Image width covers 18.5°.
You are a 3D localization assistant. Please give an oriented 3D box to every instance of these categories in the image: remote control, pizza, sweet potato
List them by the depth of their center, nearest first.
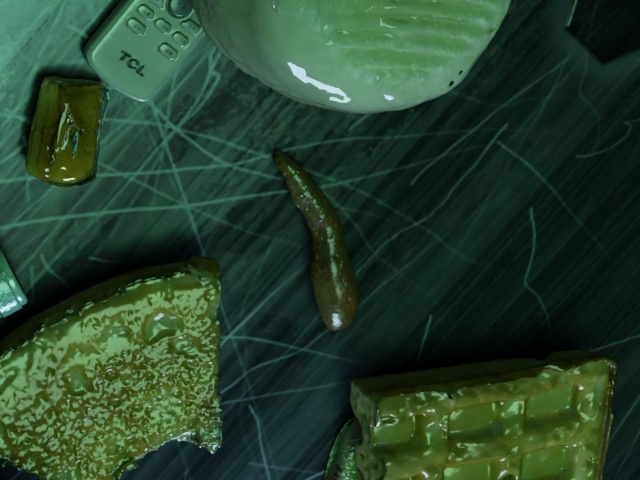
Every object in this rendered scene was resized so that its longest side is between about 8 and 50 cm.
[{"bbox_3d":[-0.145,-0.224,1.905,0.087,0.029,0.190,38,96,-29],"label":"remote control"},{"bbox_3d":[-0.217,0.151,2.010,0.323,0.089,0.223,-30,113,-3],"label":"pizza"},{"bbox_3d":[0.000,0.000,2.047,0.050,0.050,0.214,-21,114,-10],"label":"sweet potato"}]

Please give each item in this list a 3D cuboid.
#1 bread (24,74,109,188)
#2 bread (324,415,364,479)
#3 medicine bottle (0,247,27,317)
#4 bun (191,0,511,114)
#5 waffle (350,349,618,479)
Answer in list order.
[{"bbox_3d":[-0.246,-0.104,1.908,0.072,0.053,0.106,5,105,-25],"label":"bread"},{"bbox_3d":[0.105,0.274,2.210,0.228,0.033,0.229,-8,115,-17],"label":"bread"},{"bbox_3d":[-0.401,0.085,1.916,0.228,0.083,0.121,-27,116,-6],"label":"medicine bottle"},{"bbox_3d":[0.024,-0.303,1.828,0.359,0.211,0.360,-10,114,-23],"label":"bun"},{"bbox_3d":[0.180,0.290,2.184,0.304,0.077,0.348,-6,114,-20],"label":"waffle"}]
